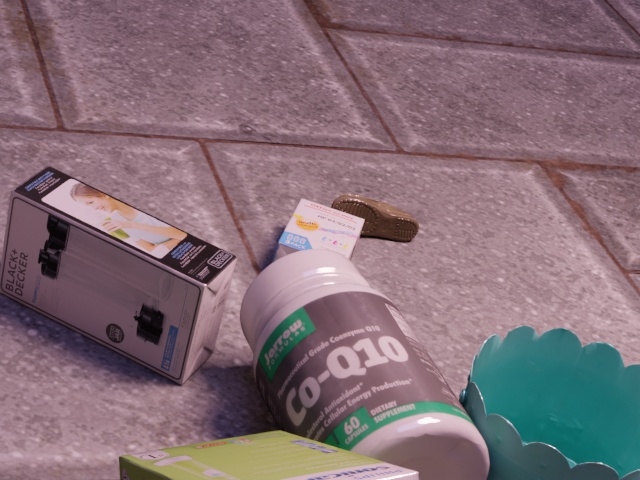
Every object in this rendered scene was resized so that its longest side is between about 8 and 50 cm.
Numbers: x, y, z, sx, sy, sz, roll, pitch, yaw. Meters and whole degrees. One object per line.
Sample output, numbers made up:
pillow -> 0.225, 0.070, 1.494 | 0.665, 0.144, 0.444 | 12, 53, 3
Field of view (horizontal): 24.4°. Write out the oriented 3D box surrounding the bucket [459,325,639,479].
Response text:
bucket -> 0.290, 0.254, 1.808 | 0.281, 0.183, 0.281 | 13, 31, -8

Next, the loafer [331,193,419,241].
loafer -> 0.080, -0.036, 2.301 | 0.148, 0.056, 0.050 | 20, 16, -21

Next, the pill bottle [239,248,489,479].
pill bottle -> 0.039, 0.181, 1.786 | 0.204, 0.204, 0.361 | -1, 34, -26

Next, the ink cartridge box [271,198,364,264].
ink cartridge box -> 0.000, 0.000, 2.193 | 0.104, 0.062, 0.181 | 19, 31, 3

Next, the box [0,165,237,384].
box -> -0.265, 0.044, 1.900 | 0.290, 0.169, 0.087 | 26, 35, 13

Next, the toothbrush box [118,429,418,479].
toothbrush box -> -0.058, 0.286, 1.531 | 0.206, 0.122, 0.283 | -5, 4, -32
